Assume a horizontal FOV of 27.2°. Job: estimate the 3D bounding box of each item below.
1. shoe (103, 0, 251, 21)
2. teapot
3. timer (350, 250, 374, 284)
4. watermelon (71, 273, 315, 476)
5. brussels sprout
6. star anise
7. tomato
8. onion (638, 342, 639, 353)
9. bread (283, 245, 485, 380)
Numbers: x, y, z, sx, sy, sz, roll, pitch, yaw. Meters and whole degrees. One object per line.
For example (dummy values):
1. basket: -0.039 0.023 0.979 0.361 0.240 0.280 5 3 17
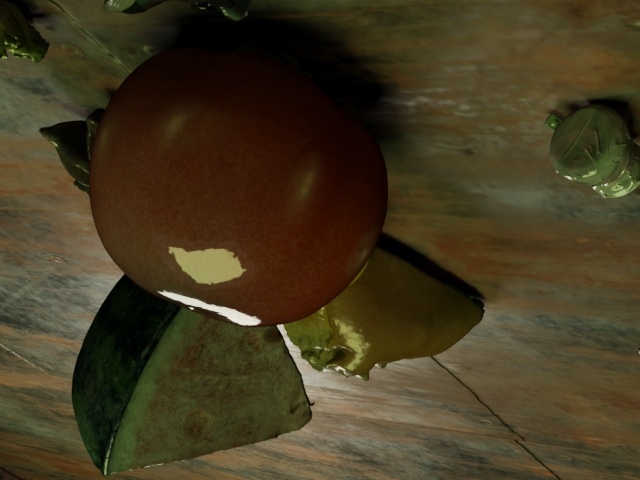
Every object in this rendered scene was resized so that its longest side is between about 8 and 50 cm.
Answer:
1. shoe: -0.089 -0.195 0.976 0.099 0.071 0.169 28 154 -27
2. teapot: 0.214 -0.071 1.036 0.064 0.064 0.083 30 -171 -43
3. timer: 0.000 0.000 1.303 0.107 0.107 0.109 15 -171 12
4. watermelon: -0.167 0.150 1.528 0.292 0.250 0.283 63 171 -16
5. brussels sprout: -0.287 -0.186 1.184 0.085 0.058 0.085 -3 -176 0
6. star anise: -0.186 -0.067 1.354 0.197 0.073 0.212 -8 143 43
7. tomato: -0.069 -0.045 1.120 0.256 0.224 0.256 19 168 4
8. onion: 0.401 0.039 1.084 0.248 0.111 0.250 12 155 -40
9. bread: 0.038 0.087 1.447 0.252 0.133 0.174 29 162 -24
